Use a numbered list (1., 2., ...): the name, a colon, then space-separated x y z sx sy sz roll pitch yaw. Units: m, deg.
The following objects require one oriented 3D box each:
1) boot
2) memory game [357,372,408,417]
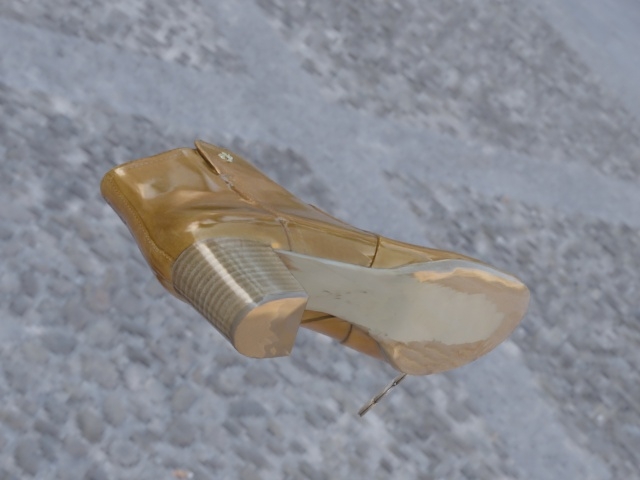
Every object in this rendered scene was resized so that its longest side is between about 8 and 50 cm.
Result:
1. boot: -0.001 0.001 1.007 0.295 0.104 0.211 3 32 -38
2. memory game: 0.120 0.180 1.860 0.012 0.186 0.186 47 28 7
